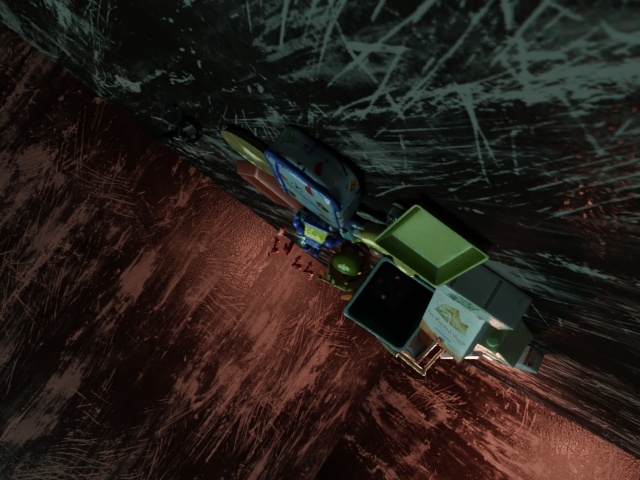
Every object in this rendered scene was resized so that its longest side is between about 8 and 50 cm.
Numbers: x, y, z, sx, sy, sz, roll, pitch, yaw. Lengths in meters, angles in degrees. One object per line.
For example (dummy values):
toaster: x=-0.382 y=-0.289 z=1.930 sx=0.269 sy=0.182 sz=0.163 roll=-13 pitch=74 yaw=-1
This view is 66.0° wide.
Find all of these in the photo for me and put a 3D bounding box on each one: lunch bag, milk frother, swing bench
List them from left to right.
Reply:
milk frother: x=-0.507 y=-0.420 z=1.754 sx=0.135 sy=0.129 sz=0.143 roll=25 pitch=125 yaw=53
lunch bag: x=-0.020 y=-0.145 z=1.203 sx=0.243 sy=0.115 sz=0.303 roll=36 pitch=172 yaw=8
swing bench: x=0.405 y=0.381 z=2.074 sx=0.255 sy=0.253 sz=0.165 roll=37 pitch=-172 yaw=-23

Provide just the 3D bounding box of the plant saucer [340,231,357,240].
plant saucer: x=0.050 y=-0.075 z=1.507 sx=0.067 sy=0.018 sz=0.192 roll=23 pitch=149 yaw=57

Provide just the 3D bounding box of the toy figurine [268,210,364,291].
toy figurine: x=0.000 y=0.000 z=1.817 sx=0.363 sy=0.191 sz=0.217 roll=26 pitch=135 yaw=10

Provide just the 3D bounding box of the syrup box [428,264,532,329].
syrup box: x=0.367 y=0.111 z=1.181 sx=0.237 sy=0.096 sz=0.093 roll=34 pitch=171 yaw=5

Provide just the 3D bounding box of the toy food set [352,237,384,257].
toy food set: x=0.156 y=0.000 z=1.521 sx=0.218 sy=0.071 sz=0.128 roll=26 pitch=169 yaw=48

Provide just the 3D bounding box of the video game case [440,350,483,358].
video game case: x=0.628 y=0.455 z=1.963 sx=0.207 sy=0.026 sz=0.227 roll=4 pitch=165 yaw=-17

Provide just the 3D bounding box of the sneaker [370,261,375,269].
sneaker: x=0.196 y=0.113 z=2.198 sx=0.224 sy=0.083 sz=0.098 roll=37 pitch=-164 yaw=2

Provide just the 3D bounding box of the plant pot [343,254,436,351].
plant pot: x=0.255 y=0.195 z=1.763 sx=0.248 sy=0.247 sz=0.252 roll=34 pitch=-169 yaw=0

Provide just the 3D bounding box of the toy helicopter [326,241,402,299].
toy helicopter: x=0.194 y=0.171 z=2.017 sx=0.355 sy=0.234 sz=0.140 roll=19 pitch=143 yaw=-12

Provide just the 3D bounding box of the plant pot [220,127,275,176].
plant pot: x=-0.197 y=-0.270 z=1.503 sx=0.236 sy=0.032 sz=0.236 roll=35 pitch=173 yaw=5

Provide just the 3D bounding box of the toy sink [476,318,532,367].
toy sink: x=0.491 y=0.255 z=1.435 sx=0.153 sy=0.131 sz=0.234 roll=27 pitch=169 yaw=45

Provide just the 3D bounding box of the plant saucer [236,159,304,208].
plant saucer: x=-0.196 y=-0.206 z=1.878 sx=0.258 sy=0.047 sz=0.259 roll=38 pitch=172 yaw=-28

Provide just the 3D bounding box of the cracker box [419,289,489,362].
cracker box: x=0.375 y=0.208 z=1.349 sx=0.156 sy=0.067 sz=0.232 roll=43 pitch=143 yaw=29

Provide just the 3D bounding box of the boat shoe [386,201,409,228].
boat shoe: x=0.183 y=-0.046 z=1.162 sx=0.056 sy=0.049 sz=0.152 roll=33 pitch=173 yaw=17

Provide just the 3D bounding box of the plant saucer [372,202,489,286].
plant saucer: x=0.236 y=0.004 z=1.058 sx=0.188 sy=0.045 sz=0.188 roll=36 pitch=147 yaw=-5

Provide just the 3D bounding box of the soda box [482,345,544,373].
soda box: x=0.669 y=0.399 z=1.721 sx=0.069 sy=0.073 sz=0.216 roll=32 pitch=167 yaw=-14

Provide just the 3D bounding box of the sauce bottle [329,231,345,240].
sauce bottle: x=0.055 y=-0.027 z=1.946 sx=0.042 sy=0.042 sz=0.128 roll=40 pitch=166 yaw=-37

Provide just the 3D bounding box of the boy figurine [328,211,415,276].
boy figurine: x=0.165 y=-0.002 z=1.323 sx=0.285 sy=0.092 sz=0.177 roll=32 pitch=-165 yaw=30

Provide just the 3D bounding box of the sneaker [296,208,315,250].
sneaker: x=-0.047 y=-0.033 z=2.041 sx=0.108 sy=0.121 sz=0.302 roll=32 pitch=172 yaw=22
